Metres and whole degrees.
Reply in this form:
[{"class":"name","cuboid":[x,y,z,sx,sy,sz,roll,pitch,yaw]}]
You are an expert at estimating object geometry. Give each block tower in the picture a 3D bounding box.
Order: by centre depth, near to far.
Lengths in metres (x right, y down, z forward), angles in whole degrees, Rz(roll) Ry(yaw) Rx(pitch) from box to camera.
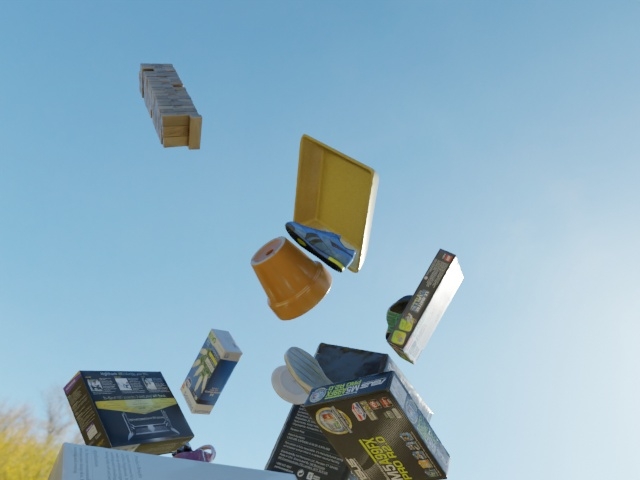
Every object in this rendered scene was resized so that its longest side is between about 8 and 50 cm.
[{"class":"block tower","cuboid":[-0.395,-0.355,1.450,0.335,0.097,0.091,55,-36,42]}]

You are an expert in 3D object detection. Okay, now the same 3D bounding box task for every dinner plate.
[{"class":"dinner plate","cuboid":[-0.084,0.436,1.716,0.141,0.141,0.017,31,-58,-3]}]

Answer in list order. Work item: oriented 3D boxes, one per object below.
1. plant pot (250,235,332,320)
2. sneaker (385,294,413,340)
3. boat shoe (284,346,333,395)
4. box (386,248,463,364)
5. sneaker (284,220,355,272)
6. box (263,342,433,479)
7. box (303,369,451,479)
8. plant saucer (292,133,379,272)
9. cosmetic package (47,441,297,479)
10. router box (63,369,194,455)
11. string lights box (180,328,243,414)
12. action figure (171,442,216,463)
[{"class":"plant pot","cuboid":[-0.101,0.098,1.647,0.205,0.205,0.188,-19,-62,40]},{"class":"sneaker","cuboid":[0.211,0.179,1.442,0.083,0.098,0.223,16,-35,4]},{"class":"boat shoe","cuboid":[-0.023,0.389,1.520,0.226,0.083,0.076,47,-41,6]},{"class":"box","cuboid":[0.205,0.128,1.078,0.036,0.207,0.114,25,-15,31]},{"class":"sneaker","cuboid":[0.000,0.000,1.546,0.209,0.082,0.069,35,-15,4]},{"class":"box","cuboid":[0.122,0.685,1.934,0.297,0.471,0.480,1,-37,35]},{"class":"box","cuboid":[0.124,0.416,1.216,0.216,0.060,0.270,-21,-69,31]},{"class":"plant saucer","cuboid":[0.053,-0.121,1.687,0.333,0.081,0.332,36,-50,42]},{"class":"cosmetic package","cuboid":[-0.181,0.409,0.745,0.366,0.155,0.197,22,7,-26]},{"class":"router box","cuboid":[-0.529,0.484,1.571,0.081,0.309,0.243,-46,-120,13]},{"class":"string lights box","cuboid":[-0.374,0.448,1.915,0.077,0.259,0.133,20,14,-39]},{"class":"action figure","cuboid":[-0.271,0.665,1.256,0.370,0.248,0.275,44,-6,19]}]
